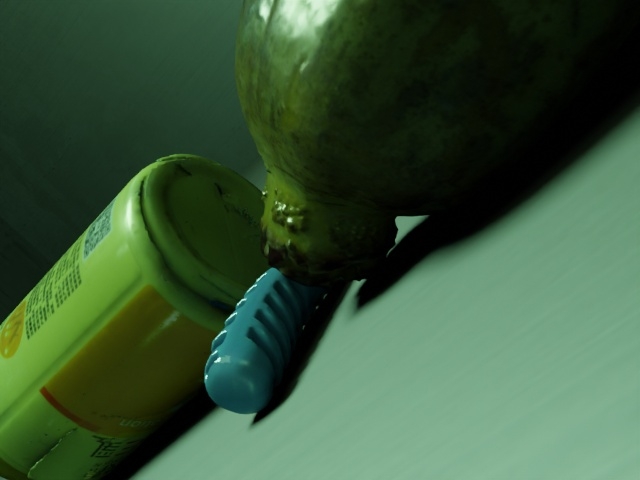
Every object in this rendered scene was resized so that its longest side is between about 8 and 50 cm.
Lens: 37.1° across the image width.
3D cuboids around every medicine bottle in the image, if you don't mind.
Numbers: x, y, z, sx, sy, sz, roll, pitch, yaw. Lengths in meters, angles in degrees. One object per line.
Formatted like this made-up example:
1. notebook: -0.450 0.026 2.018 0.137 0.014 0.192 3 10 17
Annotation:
1. medicine bottle: -0.123 0.062 0.575 0.239 0.124 0.124 -43 9 32

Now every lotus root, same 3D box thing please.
1. lotus root: 0.062 -0.113 0.391 0.309 0.173 0.173 -53 7 12

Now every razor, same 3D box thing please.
1. razor: 0.000 0.000 0.506 0.253 0.042 0.082 -59 -28 -54
